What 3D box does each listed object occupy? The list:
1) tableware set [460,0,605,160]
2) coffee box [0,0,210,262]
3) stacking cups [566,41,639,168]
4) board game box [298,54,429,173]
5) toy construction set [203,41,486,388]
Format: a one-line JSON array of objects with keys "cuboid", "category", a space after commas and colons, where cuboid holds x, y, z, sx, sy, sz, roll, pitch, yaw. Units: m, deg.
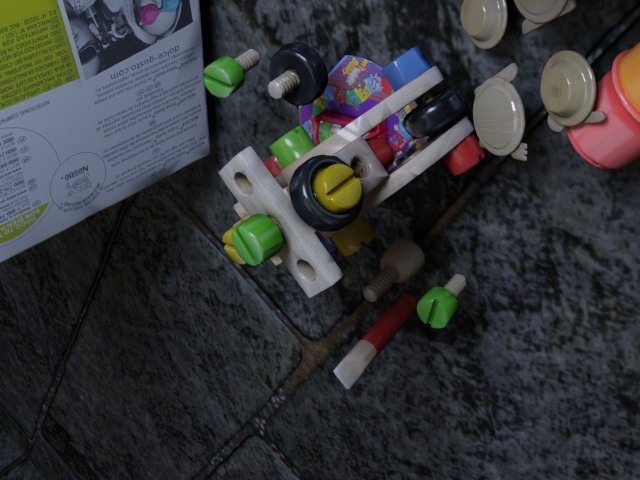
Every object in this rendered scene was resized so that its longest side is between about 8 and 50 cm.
[{"cuboid": [0.155, -0.146, 0.691, 0.141, 0.020, 0.169, -4, 98, 63], "category": "tableware set"}, {"cuboid": [-0.358, -0.221, 0.943, 0.337, 0.338, 0.334, 33, 140, 32], "category": "coffee box"}, {"cuboid": [0.285, -0.145, 0.574, 0.096, 0.096, 0.316, 50, 147, 5], "category": "stacking cups"}, {"cuboid": [0.031, -0.101, 0.902, 0.133, 0.033, 0.168, 53, 142, 1], "category": "board game box"}, {"cuboid": [0.000, 0.000, 0.796, 0.257, 0.237, 0.309, 1, 122, 39], "category": "toy construction set"}]
